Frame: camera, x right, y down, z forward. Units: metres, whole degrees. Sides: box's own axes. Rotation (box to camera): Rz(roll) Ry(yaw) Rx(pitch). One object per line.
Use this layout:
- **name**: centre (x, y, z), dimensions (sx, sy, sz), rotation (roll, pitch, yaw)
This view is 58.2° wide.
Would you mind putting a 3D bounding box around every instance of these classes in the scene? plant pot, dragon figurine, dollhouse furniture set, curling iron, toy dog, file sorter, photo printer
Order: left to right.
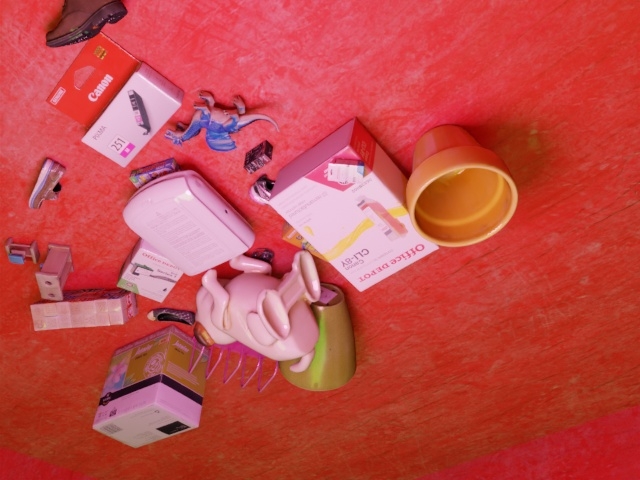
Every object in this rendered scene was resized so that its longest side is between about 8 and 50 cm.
- **dollhouse furniture set**: centre (-0.892, 0.092, 1.804), dimensions (0.183, 0.130, 0.129), rotation (8, 136, -8)
- **photo printer**: centre (-0.373, -0.051, 1.603), dimensions (0.255, 0.107, 0.307), rotation (-24, 130, 24)
- **dragon figurine**: centre (-0.241, -0.280, 1.427), dimensions (0.288, 0.085, 0.144), rotation (9, 138, -1)
- **file sorter**: centre (-0.309, 0.408, 2.077), dimensions (0.290, 0.182, 0.202), rotation (19, 134, -17)
- **toy dog**: centre (-0.210, 0.214, 1.772), dimensions (0.407, 0.285, 0.396), rotation (-2, 129, 34)
- **curling iron**: centre (-0.202, 0.118, 1.880), dimensions (0.068, 0.035, 0.274), rotation (16, 136, -1)
- **plant pot**: centre (-0.002, 0.299, 1.926), dimensions (0.274, 0.275, 0.294), rotation (3, 121, -1)
- **plant pot**: centre (0.328, -0.153, 1.424), dimensions (0.253, 0.239, 0.254), rotation (-2, 132, -2)

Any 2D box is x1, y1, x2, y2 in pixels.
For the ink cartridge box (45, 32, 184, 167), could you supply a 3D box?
- **ink cartridge box**: centre (-0.508, -0.334, 1.402), dimensions (0.238, 0.060, 0.275), rotation (33, 128, -30)

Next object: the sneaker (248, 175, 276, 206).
- **sneaker**: centre (-0.107, -0.122, 1.601), dimensions (0.178, 0.072, 0.077), rotation (20, 131, -20)

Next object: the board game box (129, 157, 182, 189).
- **board game box**: centre (-0.423, -0.133, 1.624), dimensions (0.136, 0.035, 0.201), rotation (-14, 134, 16)

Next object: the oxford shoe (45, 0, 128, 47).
- **oxford shoe**: centre (-0.520, -0.488, 1.242), dimensions (0.227, 0.083, 0.096), rotation (-19, 106, 25)

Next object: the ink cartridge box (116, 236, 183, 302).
- **ink cartridge box**: centre (-0.522, 0.080, 1.806), dimensions (0.160, 0.093, 0.219), rotation (24, 132, -22)

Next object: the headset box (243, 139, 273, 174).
- **headset box**: centre (-0.160, -0.220, 1.505), dimensions (0.083, 0.062, 0.032), rotation (-28, 130, 26)

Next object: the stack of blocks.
- **stack of blocks**: centre (-0.763, 0.220, 1.892), dimensions (0.296, 0.171, 0.087), rotation (-4, 100, 5)

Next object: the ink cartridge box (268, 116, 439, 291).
- **ink cartridge box**: centre (0.098, -0.082, 1.529), dimensions (0.279, 0.161, 0.384), rotation (-32, 117, 29)

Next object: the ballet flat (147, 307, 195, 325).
- **ballet flat**: centre (-0.529, 0.273, 2.038), dimensions (0.172, 0.049, 0.058), rotation (3, 135, -1)

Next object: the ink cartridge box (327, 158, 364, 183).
- **ink cartridge box**: centre (0.060, -0.164, 1.352), dimensions (0.083, 0.028, 0.048), rotation (6, 127, 4)

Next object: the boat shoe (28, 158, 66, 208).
- **boat shoe**: centre (-0.759, -0.144, 1.601), dimensions (0.066, 0.066, 0.183), rotation (24, 132, -23)

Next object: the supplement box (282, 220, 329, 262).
- **supplement box**: centre (0.000, 0.000, 1.719), dimensions (0.233, 0.080, 0.078), rotation (28, 128, -21)

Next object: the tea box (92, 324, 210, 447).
- **tea box**: centre (-0.614, 0.540, 2.122), dimensions (0.328, 0.324, 0.220), rotation (-25, 131, 24)
